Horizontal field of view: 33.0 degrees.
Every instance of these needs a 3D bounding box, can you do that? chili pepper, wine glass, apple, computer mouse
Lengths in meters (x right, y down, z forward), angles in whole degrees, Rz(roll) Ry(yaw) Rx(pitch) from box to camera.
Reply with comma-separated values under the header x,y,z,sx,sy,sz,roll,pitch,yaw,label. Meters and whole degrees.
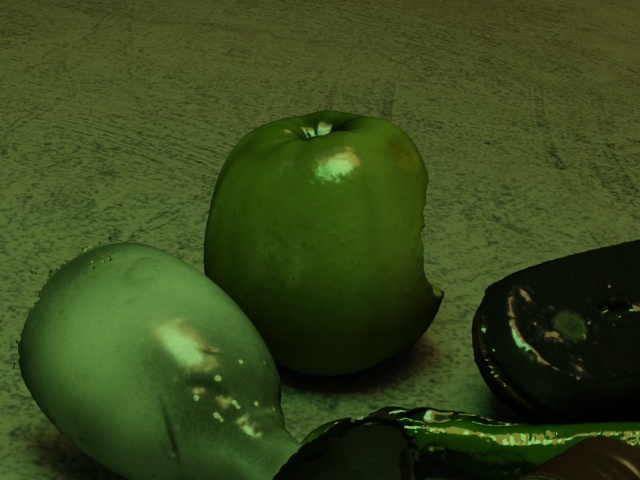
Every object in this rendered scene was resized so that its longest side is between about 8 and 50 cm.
x,y,z,sx,sy,sz,roll,pitch,yaw,label
0.160,0.192,0.950,0.358,0.085,0.076,2,-13,5,chili pepper
-0.096,0.137,0.885,0.190,0.191,0.357,-19,34,-39,wine glass
0.000,0.000,1.121,0.279,0.279,0.279,4,26,-2,apple
0.286,0.096,1.079,0.323,0.116,0.183,-12,59,-27,computer mouse

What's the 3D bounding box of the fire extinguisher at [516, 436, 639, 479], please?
x,y,z,sx,sy,sz,roll,pitch,yaw,label
0.115,0.254,0.773,0.337,0.114,0.135,-19,0,-40,fire extinguisher
